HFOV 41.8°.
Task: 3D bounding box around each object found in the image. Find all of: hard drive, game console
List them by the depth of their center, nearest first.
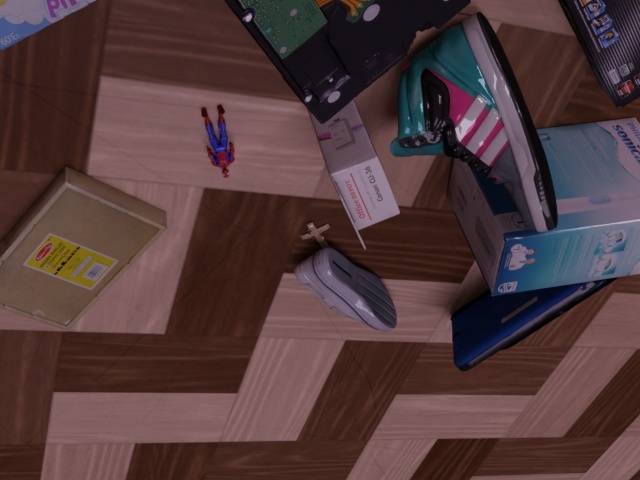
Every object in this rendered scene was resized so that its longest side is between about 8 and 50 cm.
[{"bbox_3d":[0.023,-0.279,0.864,0.237,0.064,0.339,-40,156,5],"label":"hard drive"},{"bbox_3d":[0.395,0.133,1.479,0.293,0.250,0.173,-39,106,22],"label":"game console"}]

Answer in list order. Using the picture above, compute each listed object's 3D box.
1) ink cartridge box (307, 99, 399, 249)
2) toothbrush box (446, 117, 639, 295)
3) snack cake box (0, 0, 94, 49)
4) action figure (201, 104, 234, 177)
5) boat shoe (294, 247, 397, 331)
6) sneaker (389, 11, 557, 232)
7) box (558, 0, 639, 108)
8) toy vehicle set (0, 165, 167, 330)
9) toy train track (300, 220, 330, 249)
[{"bbox_3d":[0.047,-0.097,1.111,0.067,0.198,0.115,-22,137,7],"label":"ink cartridge box"},{"bbox_3d":[0.363,-0.056,1.236,0.296,0.216,0.126,-9,137,-9],"label":"toothbrush box"},{"bbox_3d":[-0.264,-0.329,0.862,0.264,0.089,0.152,-25,135,9],"label":"snack cake box"},{"bbox_3d":[-0.138,-0.130,1.148,0.038,0.030,0.115,-16,139,-8],"label":"action figure"},{"bbox_3d":[0.043,0.084,1.397,0.076,0.083,0.226,-18,135,31],"label":"boat shoe"},{"bbox_3d":[0.187,-0.128,1.111,0.179,0.295,0.124,-21,-178,24],"label":"sneaker"},{"bbox_3d":[0.434,-0.325,1.093,0.216,0.060,0.270,-31,135,16],"label":"box"},{"bbox_3d":[-0.371,0.021,1.227,0.166,0.035,0.267,28,121,-36],"label":"toy vehicle set"},{"bbox_3d":[0.000,0.000,1.331,0.048,0.014,0.083,-25,137,9],"label":"toy train track"}]
